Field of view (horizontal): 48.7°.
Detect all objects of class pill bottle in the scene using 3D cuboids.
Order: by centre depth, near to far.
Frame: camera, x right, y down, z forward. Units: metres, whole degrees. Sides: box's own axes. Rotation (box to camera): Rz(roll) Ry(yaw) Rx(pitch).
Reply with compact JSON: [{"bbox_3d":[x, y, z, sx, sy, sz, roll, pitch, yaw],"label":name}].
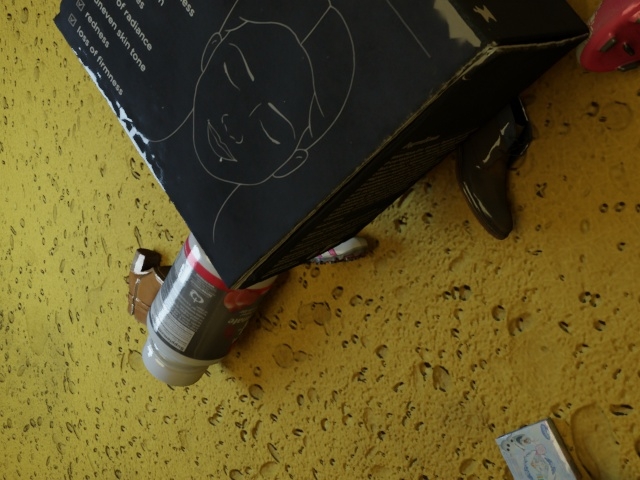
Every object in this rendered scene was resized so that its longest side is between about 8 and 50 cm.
[{"bbox_3d":[-0.218,0.123,1.328,0.176,0.176,0.318,48,122,26],"label":"pill bottle"}]

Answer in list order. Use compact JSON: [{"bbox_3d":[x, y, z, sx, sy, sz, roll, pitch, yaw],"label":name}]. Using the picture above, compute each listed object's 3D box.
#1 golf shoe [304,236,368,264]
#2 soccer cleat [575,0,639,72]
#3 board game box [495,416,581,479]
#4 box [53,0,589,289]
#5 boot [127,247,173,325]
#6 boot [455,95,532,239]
[{"bbox_3d":[0.000,0.000,1.206,0.186,0.067,0.085,-2,91,40],"label":"golf shoe"},{"bbox_3d":[0.423,-0.336,0.808,0.331,0.116,0.143,-41,53,32],"label":"soccer cleat"},{"bbox_3d":[0.309,0.310,1.009,0.090,0.020,0.090,-36,72,37],"label":"board game box"},{"bbox_3d":[-0.029,-0.276,0.905,0.472,0.297,0.479,-42,78,41],"label":"box"},{"bbox_3d":[-0.349,0.119,1.509,0.197,0.073,0.152,31,113,47],"label":"boot"},{"bbox_3d":[0.246,-0.117,0.982,0.106,0.082,0.219,-28,75,41],"label":"boot"}]
